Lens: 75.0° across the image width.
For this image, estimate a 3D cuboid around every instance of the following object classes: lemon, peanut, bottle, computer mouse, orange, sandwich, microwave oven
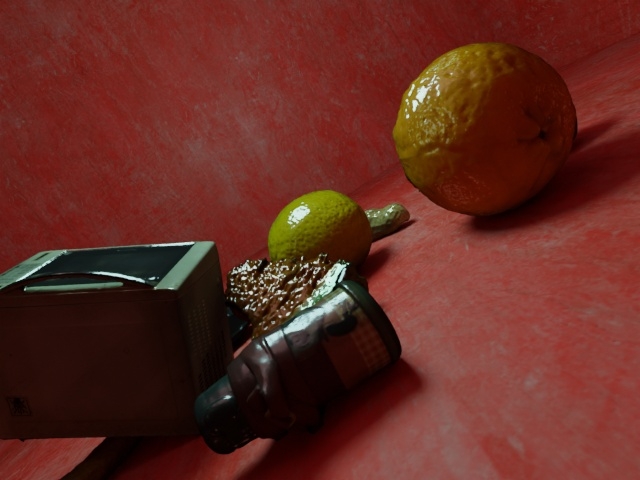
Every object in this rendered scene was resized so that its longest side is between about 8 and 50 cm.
[{"bbox_3d":[-0.001,0.000,1.062,0.267,0.267,0.267,-32,9,5],"label":"lemon"},{"bbox_3d":[0.180,-0.059,1.251,0.194,0.093,0.083,-28,-4,41],"label":"peanut"},{"bbox_3d":[-0.031,0.176,0.547,0.271,0.143,0.156,-32,-17,-11],"label":"bottle"},{"bbox_3d":[-0.288,0.259,1.104,0.170,0.100,0.269,-15,13,47],"label":"computer mouse"},{"bbox_3d":[0.325,-0.216,0.831,0.340,0.340,0.293,-35,20,-15],"label":"orange"},{"bbox_3d":[-0.069,0.131,0.850,0.301,0.162,0.250,26,67,43],"label":"sandwich"},{"bbox_3d":[-0.396,0.179,0.817,0.394,0.333,0.247,-4,16,6],"label":"microwave oven"}]

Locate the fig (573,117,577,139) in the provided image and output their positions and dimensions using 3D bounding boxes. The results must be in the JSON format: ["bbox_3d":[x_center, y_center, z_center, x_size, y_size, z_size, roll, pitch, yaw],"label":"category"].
[{"bbox_3d":[0.522,-0.278,1.015,0.181,0.191,0.181,1,24,0],"label":"fig"}]

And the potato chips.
[{"bbox_3d":[-0.393,0.391,0.831,0.057,0.080,0.407,11,24,16],"label":"potato chips"}]
